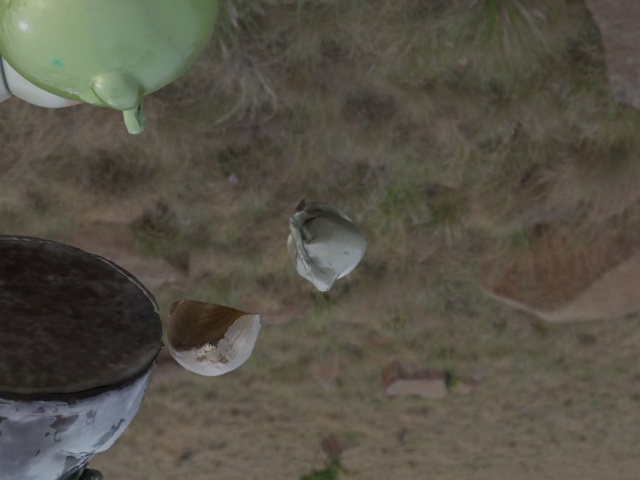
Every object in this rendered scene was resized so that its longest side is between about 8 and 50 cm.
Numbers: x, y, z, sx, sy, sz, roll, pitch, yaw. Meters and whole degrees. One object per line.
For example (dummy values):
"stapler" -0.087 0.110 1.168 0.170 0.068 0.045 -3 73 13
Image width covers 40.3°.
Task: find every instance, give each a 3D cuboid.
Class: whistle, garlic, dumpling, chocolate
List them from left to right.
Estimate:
"chocolate" -0.330 0.151 0.921 0.303 0.303 0.213 4 119 -29
"whistle" -0.150 -0.199 0.476 0.141 0.294 0.141 -22 -165 6
"garlic" -0.165 0.144 1.267 0.087 0.101 0.195 30 162 -36
"dumpling" 0.000 0.000 1.275 0.108 0.127 0.188 -39 -177 34

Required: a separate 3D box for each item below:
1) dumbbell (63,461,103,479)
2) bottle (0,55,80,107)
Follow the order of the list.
"dumbbell" -0.230 0.425 1.181 0.406 0.179 0.179 21 158 -4
"bottle" -0.243 -0.150 0.604 0.236 0.148 0.147 -2 161 -10
